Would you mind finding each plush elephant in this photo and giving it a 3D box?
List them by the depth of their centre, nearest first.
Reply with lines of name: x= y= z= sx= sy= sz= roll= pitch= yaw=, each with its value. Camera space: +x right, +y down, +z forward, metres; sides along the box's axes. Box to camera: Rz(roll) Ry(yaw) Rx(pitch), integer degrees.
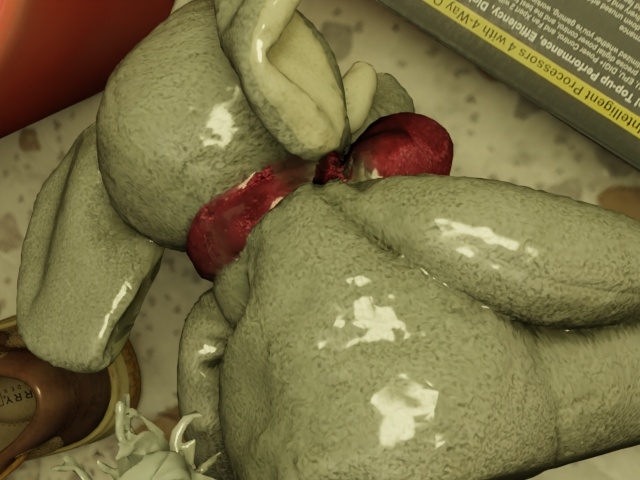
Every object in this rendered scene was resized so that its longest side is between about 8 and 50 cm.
plush elephant: x=0.000 y=0.000 z=0.489 sx=0.272 sy=0.330 sz=0.255 roll=-33 pitch=66 yaw=38

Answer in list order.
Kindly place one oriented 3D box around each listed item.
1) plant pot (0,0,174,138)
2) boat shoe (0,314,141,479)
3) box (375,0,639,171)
plant pot: x=-0.202 y=-0.157 z=0.529 sx=0.275 sy=0.243 sz=0.274 roll=3 pitch=99 yaw=16
boat shoe: x=-0.279 y=0.134 z=0.663 sx=0.342 sy=0.123 sz=0.123 roll=-19 pitch=93 yaw=18
box: x=0.231 y=-0.165 z=0.479 sx=0.395 sy=0.097 sz=0.318 roll=34 pitch=105 yaw=9
